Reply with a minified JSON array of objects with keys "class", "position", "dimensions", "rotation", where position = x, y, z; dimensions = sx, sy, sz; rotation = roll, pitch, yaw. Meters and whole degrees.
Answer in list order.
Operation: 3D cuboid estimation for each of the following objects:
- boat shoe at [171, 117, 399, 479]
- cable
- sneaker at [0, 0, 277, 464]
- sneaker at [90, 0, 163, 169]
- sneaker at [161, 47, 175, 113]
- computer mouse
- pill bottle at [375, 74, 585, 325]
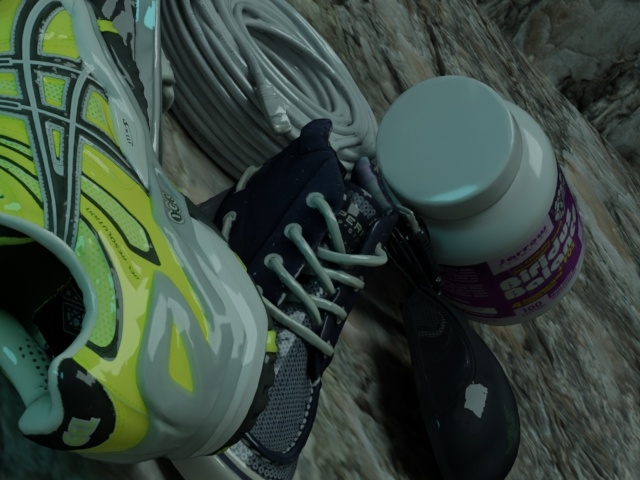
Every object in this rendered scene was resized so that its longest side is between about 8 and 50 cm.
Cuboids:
[{"class":"boat shoe","position":[-0.026,0.034,1.084],"dimensions":[0.127,0.158,0.340],"rotation":[41,19,-25]},{"class":"cable","position":[-0.050,-0.143,1.486],"dimensions":[0.257,0.089,0.257],"rotation":[57,22,21]},{"class":"sneaker","position":[-0.174,-0.041,0.918],"dimensions":[0.384,0.145,0.147],"rotation":[51,27,23]},{"class":"sneaker","position":[-0.181,-0.094,1.101],"dimensions":[0.104,0.147,0.295],"rotation":[106,-19,-70]},{"class":"sneaker","position":[-0.163,-0.152,1.283],"dimensions":[0.115,0.090,0.232],"rotation":[49,25,-27]},{"class":"computer mouse","position":[0.117,0.103,1.357],"dimensions":[0.272,0.072,0.188],"rotation":[-100,170,-51]},{"class":"pill bottle","position":[0.150,-0.037,1.531],"dimensions":[0.169,0.169,0.301],"rotation":[59,4,26]}]
